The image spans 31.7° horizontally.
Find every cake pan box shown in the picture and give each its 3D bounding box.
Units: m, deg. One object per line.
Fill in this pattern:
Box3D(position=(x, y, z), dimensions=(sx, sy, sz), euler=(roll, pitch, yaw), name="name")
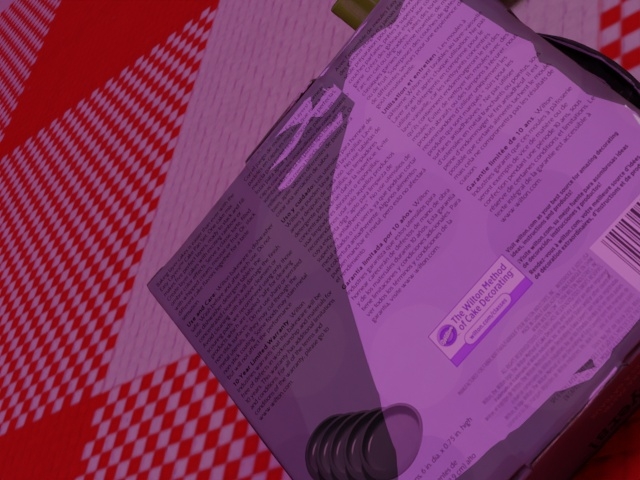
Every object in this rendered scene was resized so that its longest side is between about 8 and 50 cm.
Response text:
Box3D(position=(0.062, 0.009, 0.586), dimensions=(0.267, 0.070, 0.246), euler=(-51, 57, 8), name="cake pan box")

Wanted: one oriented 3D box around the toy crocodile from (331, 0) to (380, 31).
Box3D(position=(0.119, -0.280, 0.837), dimensions=(0.341, 0.115, 0.105), euler=(-59, 12, -12), name="toy crocodile")
